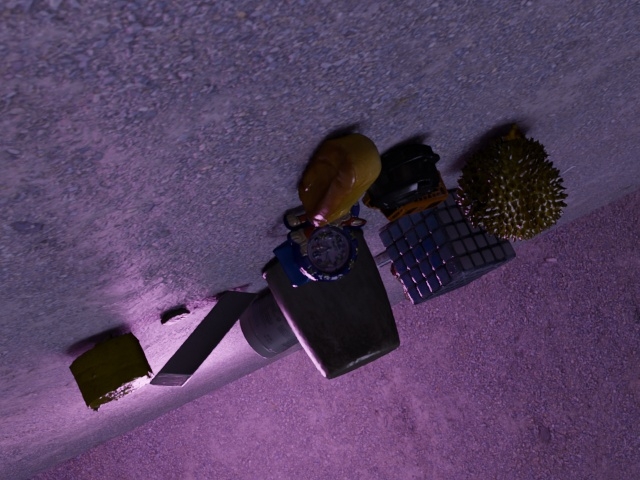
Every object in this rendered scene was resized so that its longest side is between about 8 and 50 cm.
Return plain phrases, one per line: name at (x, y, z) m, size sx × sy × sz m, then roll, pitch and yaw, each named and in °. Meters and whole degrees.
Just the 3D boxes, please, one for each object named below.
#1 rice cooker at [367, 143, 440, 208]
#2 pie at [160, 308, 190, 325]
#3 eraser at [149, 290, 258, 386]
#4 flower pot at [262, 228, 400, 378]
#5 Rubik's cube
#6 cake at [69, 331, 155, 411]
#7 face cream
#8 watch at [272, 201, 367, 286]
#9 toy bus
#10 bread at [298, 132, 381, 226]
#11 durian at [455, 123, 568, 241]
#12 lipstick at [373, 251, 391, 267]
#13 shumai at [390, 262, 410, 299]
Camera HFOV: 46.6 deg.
rice cooker at (0.167, -0.128, 1.512) m, size 0.165 × 0.106 × 0.112 m, roll -22°, pitch 167°, yaw 37°
pie at (-0.383, 0.203, 1.966) m, size 0.084 × 0.020 × 0.084 m, roll -23°, pitch 167°, yaw -6°
eraser at (-0.304, 0.255, 1.952) m, size 0.352 × 0.077 × 0.111 m, roll -51°, pitch -178°, yaw -36°
flower pot at (0.041, 0.171, 1.935) m, size 0.293 × 0.330 × 0.293 m, roll -23°, pitch 164°, yaw -7°
Rubik's cube at (0.351, 0.012, 2.061) m, size 0.238 × 0.237 × 0.237 m, roll -15°, pitch 162°, yaw -39°
cake at (-0.535, 0.337, 1.918) m, size 0.179 × 0.156 × 0.260 m, roll -23°, pitch 168°, yaw -13°
face cream at (-0.129, 0.240, 2.207) m, size 0.153 × 0.177 × 0.177 m, roll -31°, pitch 165°, yaw 22°
watch at (-0.004, 0.009, 1.650) m, size 0.196 × 0.171 × 0.200 m, roll -21°, pitch -179°, yaw -19°
toy bus at (0.192, -0.101, 1.679) m, size 0.194 × 0.088 × 0.083 m, roll -16°, pitch 165°, yaw -33°
bread at (0.026, -0.108, 1.356) m, size 0.094 × 0.102 × 0.245 m, roll -26°, pitch 169°, yaw -25°
durian at (0.447, -0.122, 1.744) m, size 0.258 × 0.258 × 0.293 m, roll -21°, pitch 161°, yaw -13°
lipstick at (0.237, 0.044, 2.399) m, size 0.141 × 0.040 × 0.040 m, roll -29°, pitch 166°, yaw 16°
shumai at (0.306, 0.108, 2.600) m, size 0.201 × 0.120 × 0.201 m, roll 19°, pitch 90°, yaw -74°
